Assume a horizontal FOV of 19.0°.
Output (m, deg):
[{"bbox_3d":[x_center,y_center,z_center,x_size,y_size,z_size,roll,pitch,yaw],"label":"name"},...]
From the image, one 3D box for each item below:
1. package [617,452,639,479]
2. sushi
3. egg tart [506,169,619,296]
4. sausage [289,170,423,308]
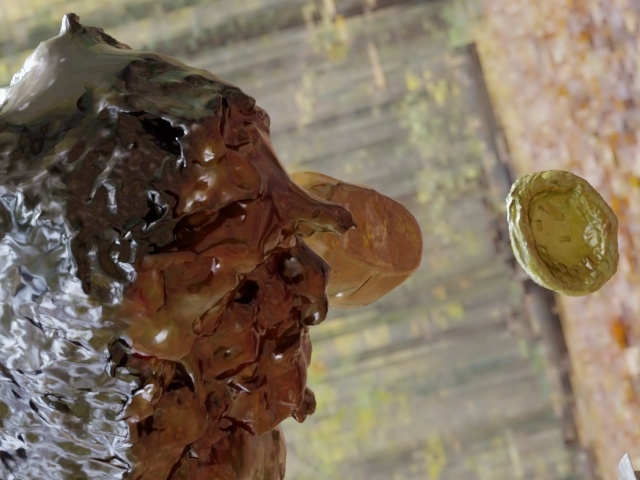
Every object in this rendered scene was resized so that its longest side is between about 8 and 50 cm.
[{"bbox_3d":[0.308,0.300,1.666,0.251,0.062,0.204,38,-151,-65],"label":"package"},{"bbox_3d":[-0.109,0.066,0.975,0.182,0.196,0.343,34,142,25],"label":"sushi"},{"bbox_3d":[0.178,-0.003,1.448,0.039,0.105,0.105,-37,63,57],"label":"egg tart"},{"bbox_3d":[0.000,0.001,1.788,0.241,0.136,0.120,17,-117,-62],"label":"sausage"}]
